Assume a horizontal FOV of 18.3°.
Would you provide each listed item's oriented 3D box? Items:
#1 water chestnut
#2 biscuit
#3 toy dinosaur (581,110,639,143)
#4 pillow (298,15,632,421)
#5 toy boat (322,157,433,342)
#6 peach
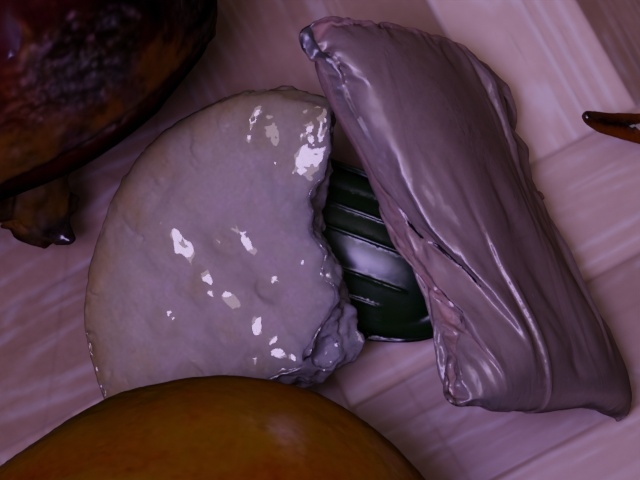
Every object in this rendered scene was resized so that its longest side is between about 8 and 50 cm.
[{"bbox_3d":[-0.212,-0.129,1.219,0.350,0.350,0.302,-21,115,7],"label":"water chestnut"},{"bbox_3d":[-0.058,0.024,1.234,0.188,0.040,0.265,33,109,18],"label":"biscuit"},{"bbox_3d":[0.396,-0.102,1.183,0.432,0.097,0.208,19,95,17],"label":"toy dinosaur"},{"bbox_3d":[0.091,-0.009,1.192,0.067,0.173,0.270,-30,74,35],"label":"pillow"},{"bbox_3d":[0.000,0.000,1.261,0.210,0.052,0.104,20,89,12],"label":"toy boat"},{"bbox_3d":[-0.061,0.230,1.126,0.332,0.308,0.307,-4,80,-7],"label":"peach"}]
